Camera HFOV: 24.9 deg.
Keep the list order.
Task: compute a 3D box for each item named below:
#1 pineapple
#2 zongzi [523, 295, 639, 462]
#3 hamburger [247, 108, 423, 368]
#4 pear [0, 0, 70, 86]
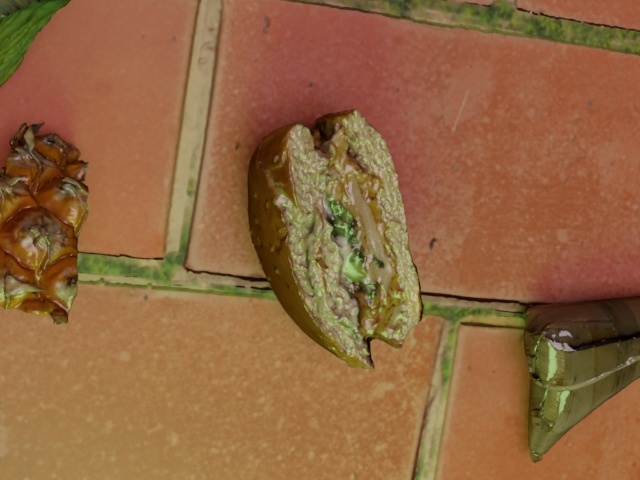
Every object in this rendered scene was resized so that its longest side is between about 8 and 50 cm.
[{"bbox_3d":[-0.295,-0.005,1.469,0.114,0.236,0.186,20,134,-15],"label":"pineapple"},{"bbox_3d":[0.327,0.163,1.716,0.195,0.099,0.197,-8,113,-15],"label":"zongzi"},{"bbox_3d":[0.000,0.000,1.554,0.144,0.157,0.283,-23,108,-31],"label":"hamburger"},{"bbox_3d":[-0.406,-0.244,1.370,0.282,0.176,0.286,41,123,-5],"label":"pear"}]
